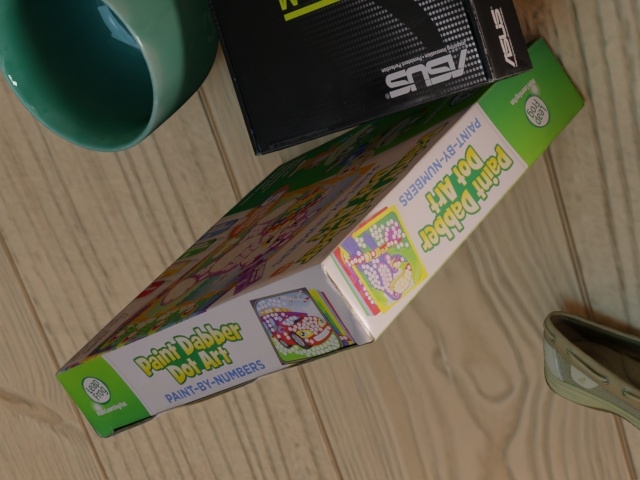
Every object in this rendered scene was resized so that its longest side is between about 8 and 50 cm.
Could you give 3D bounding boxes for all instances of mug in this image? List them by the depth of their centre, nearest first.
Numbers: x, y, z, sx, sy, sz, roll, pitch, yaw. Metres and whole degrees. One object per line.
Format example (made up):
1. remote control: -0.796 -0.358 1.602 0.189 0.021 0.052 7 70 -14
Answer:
1. mug: -0.134 -0.146 1.212 0.129 0.097 0.157 -2 121 39

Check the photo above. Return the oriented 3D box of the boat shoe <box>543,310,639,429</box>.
1. boat shoe: 0.205 0.084 1.178 0.153 0.056 0.048 20 139 33

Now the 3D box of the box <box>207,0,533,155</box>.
1. box: 0.012 -0.157 1.093 0.191 0.045 0.184 -14 92 43

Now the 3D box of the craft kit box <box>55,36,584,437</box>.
1. craft kit box: 0.000 0.000 1.118 0.247 0.250 0.061 -20 109 44
